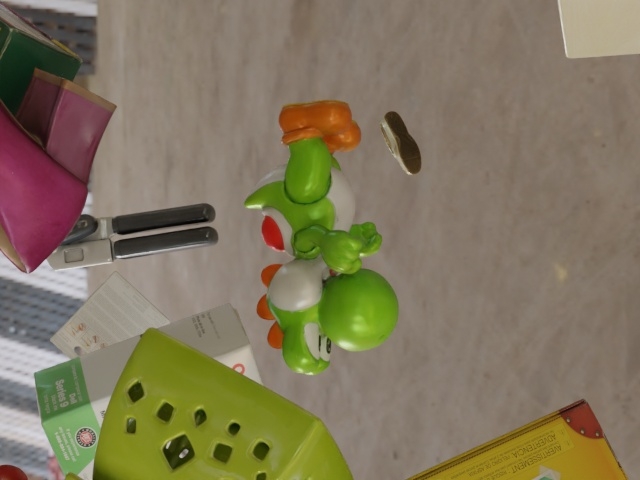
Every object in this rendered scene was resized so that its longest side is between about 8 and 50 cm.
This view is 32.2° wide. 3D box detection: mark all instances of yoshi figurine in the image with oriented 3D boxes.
[{"bbox_3d":[0.028,0.001,1.504,0.203,0.203,0.362,-13,74,58],"label":"yoshi figurine"}]

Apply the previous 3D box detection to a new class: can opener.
[{"bbox_3d":[-0.305,-0.009,1.725,0.095,0.283,0.076,44,-142,-79],"label":"can opener"}]

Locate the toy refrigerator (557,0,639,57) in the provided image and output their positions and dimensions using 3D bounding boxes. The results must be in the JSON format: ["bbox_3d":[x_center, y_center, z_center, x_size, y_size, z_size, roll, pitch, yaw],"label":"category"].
[{"bbox_3d":[0.288,-0.304,1.121,0.269,0.102,0.094,57,-144,-58],"label":"toy refrigerator"}]

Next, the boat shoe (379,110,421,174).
[{"bbox_3d":[0.160,-0.191,2.216,0.045,0.050,0.135,-31,79,64],"label":"boat shoe"}]

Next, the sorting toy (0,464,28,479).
[{"bbox_3d":[-0.408,0.179,1.077,0.046,0.274,0.132,104,177,-50],"label":"sorting toy"}]

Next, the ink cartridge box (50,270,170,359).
[{"bbox_3d":[-0.385,0.168,2.032,0.145,0.179,0.045,44,157,-6],"label":"ink cartridge box"}]

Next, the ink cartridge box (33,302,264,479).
[{"bbox_3d":[-0.214,0.239,1.508,0.121,0.289,0.211,-125,17,-58],"label":"ink cartridge box"}]

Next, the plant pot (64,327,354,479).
[{"bbox_3d":[-0.120,0.260,1.167,0.228,0.207,0.227,24,158,23],"label":"plant pot"}]

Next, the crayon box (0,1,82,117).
[{"bbox_3d":[-0.453,-0.137,1.163,0.363,0.106,0.313,35,99,34],"label":"crayon box"}]

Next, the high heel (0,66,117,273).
[{"bbox_3d":[-0.345,-0.096,0.914,0.127,0.377,0.181,24,91,50],"label":"high heel"}]

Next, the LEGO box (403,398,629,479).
[{"bbox_3d":[0.225,0.484,1.496,0.373,0.500,0.193,65,148,15],"label":"LEGO box"}]
